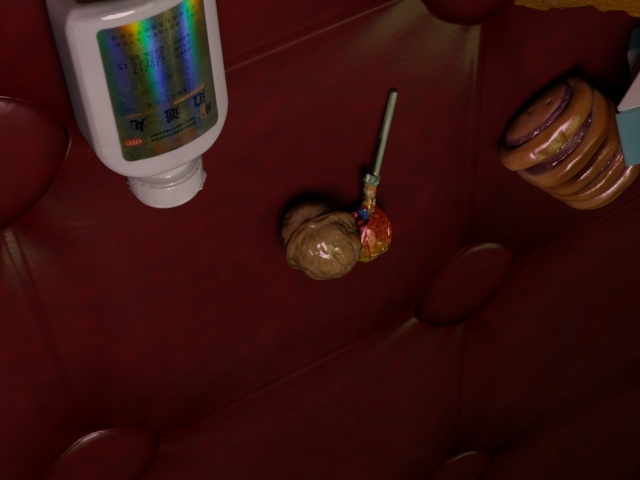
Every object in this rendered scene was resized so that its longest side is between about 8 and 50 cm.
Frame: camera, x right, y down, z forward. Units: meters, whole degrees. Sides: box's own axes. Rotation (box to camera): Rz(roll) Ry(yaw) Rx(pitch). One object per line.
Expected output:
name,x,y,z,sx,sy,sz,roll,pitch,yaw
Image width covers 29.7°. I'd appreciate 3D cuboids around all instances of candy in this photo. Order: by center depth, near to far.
candy,0.057,-0.065,1.240,0.060,0.060,0.201,-13,129,-30

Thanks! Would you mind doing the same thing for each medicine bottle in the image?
medicine bottle,-0.138,-0.124,0.968,0.121,0.083,0.229,-27,144,-19

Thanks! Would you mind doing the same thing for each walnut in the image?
walnut,0.000,0.000,1.222,0.092,0.092,0.092,-23,142,-19

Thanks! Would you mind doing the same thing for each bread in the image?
bread,0.297,-0.102,1.366,0.225,0.081,0.134,18,116,-49

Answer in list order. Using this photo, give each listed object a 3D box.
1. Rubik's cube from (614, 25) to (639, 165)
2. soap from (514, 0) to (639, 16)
Rubik's cube,0.445,-0.147,1.282,0.224,0.213,0.265,-13,178,42
soap,0.392,-0.231,1.106,0.338,0.304,0.169,-34,174,-4
